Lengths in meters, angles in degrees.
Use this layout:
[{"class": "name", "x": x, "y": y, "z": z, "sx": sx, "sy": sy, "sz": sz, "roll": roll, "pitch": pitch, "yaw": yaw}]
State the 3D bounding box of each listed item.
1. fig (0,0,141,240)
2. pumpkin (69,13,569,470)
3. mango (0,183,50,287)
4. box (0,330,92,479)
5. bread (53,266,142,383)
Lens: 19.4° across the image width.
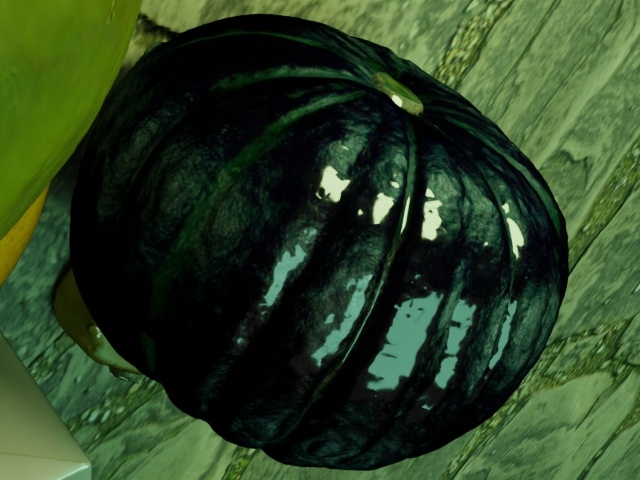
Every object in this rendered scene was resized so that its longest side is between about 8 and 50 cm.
[{"class": "fig", "x": -0.240, "y": -0.135, "z": 0.896, "sx": 0.343, "sy": 0.343, "sz": 0.343, "roll": -30, "pitch": 148, "yaw": -20}, {"class": "pumpkin", "x": 0.000, "y": 0.000, "z": 1.342, "sx": 0.363, "sy": 0.363, "sz": 0.266, "roll": 4, "pitch": 120, "yaw": -52}, {"class": "mango", "x": -0.246, "y": -0.053, "z": 1.219, "sx": 0.154, "sy": 0.126, "sz": 0.252, "roll": 3, "pitch": 123, "yaw": -37}, {"class": "box", "x": -0.286, "y": 0.218, "z": 1.429, "sx": 0.143, "sy": 0.225, "sz": 0.341, "roll": -24, "pitch": 145, "yaw": -25}, {"class": "bread", "x": -0.141, "y": 0.051, "z": 1.529, "sx": 0.122, "sy": 0.073, "sz": 0.149, "roll": -50, "pitch": 150, "yaw": 11}]
